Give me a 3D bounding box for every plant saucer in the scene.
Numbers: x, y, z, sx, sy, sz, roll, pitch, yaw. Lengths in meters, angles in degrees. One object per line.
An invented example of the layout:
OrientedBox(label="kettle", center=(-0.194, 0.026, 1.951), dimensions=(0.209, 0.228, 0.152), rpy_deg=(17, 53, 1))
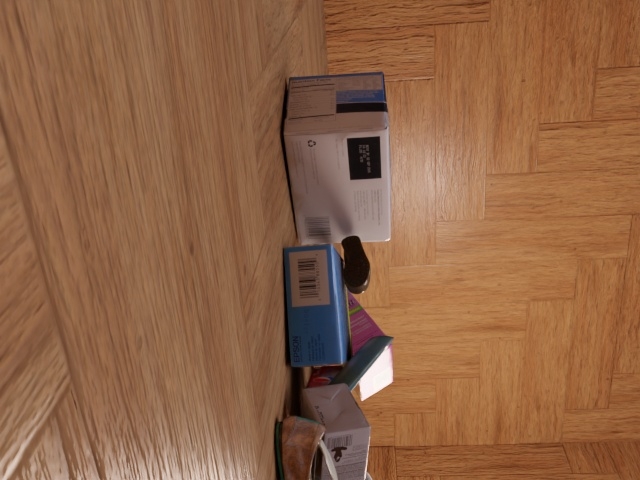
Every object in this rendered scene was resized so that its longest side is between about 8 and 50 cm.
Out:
OrientedBox(label="plant saucer", center=(0.051, 0.330, 1.587), dimensions=(0.317, 0.044, 0.317), rpy_deg=(-48, 170, -12))

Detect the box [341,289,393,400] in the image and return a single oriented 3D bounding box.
OrientedBox(label="box", center=(0.094, 0.295, 2.003), dimensions=(0.243, 0.117, 0.213), rpy_deg=(49, -21, 36))

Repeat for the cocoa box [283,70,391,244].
OrientedBox(label="cocoa box", center=(0.048, -0.191, 1.648), dimensions=(0.347, 0.232, 0.227), rpy_deg=(83, 6, -46))

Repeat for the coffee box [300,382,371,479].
OrientedBox(label="coffee box", center=(0.021, 0.429, 1.390), dimensions=(0.141, 0.098, 0.246), rpy_deg=(-124, -146, -58))

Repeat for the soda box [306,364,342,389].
OrientedBox(label="soda box", center=(0.016, 0.406, 1.861), dimensions=(0.263, 0.084, 0.092), rpy_deg=(-19, 106, -85))

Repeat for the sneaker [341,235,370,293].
OrientedBox(label="sneaker", center=(0.088, 0.075, 1.613), dimensions=(0.192, 0.064, 0.086), rpy_deg=(-96, 170, -54))

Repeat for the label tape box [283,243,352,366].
OrientedBox(label="label tape box", center=(0.002, 0.153, 1.575), dimensions=(0.347, 0.115, 0.249), rpy_deg=(58, 27, -81))

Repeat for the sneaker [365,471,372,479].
OrientedBox(label="sneaker", center=(0.115, 0.763, 1.933), dimensions=(0.321, 0.126, 0.127), rpy_deg=(-110, -158, -76))

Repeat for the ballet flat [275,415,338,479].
OrientedBox(label="ballet flat", center=(-0.019, 0.471, 1.251), dimensions=(0.107, 0.106, 0.315), rpy_deg=(-68, 155, -78))

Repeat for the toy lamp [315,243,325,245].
OrientedBox(label="toy lamp", center=(0.000, 0.000, 1.932), dimensions=(0.274, 0.080, 0.080), rpy_deg=(84, 6, -53))
